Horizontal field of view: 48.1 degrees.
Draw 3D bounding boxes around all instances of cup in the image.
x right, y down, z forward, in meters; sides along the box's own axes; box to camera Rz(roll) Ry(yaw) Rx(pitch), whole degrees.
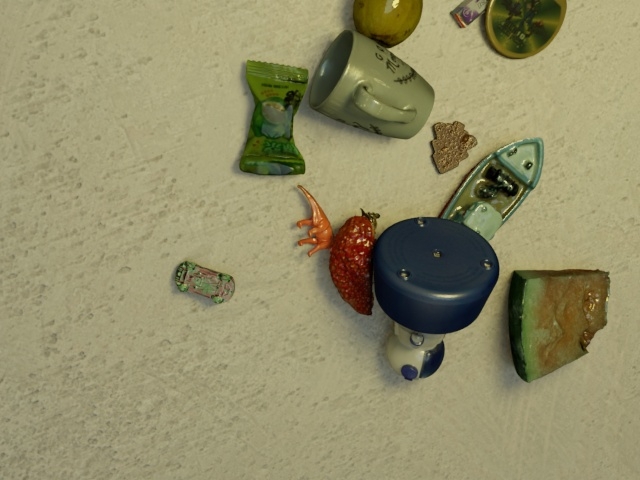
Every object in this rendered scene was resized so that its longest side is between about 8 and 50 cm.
[{"bbox_3d":[0.124,-0.306,1.533,0.234,0.258,0.186,23,114,-20],"label":"cup"}]

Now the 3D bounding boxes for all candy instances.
[{"bbox_3d":[-0.099,-0.269,1.592,0.149,0.069,0.246,3,104,-6],"label":"candy"}]

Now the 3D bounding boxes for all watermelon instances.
[{"bbox_3d":[0.556,0.200,1.771,0.302,0.151,0.264,-7,99,-27],"label":"watermelon"}]

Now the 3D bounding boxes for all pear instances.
[{"bbox_3d":[0.145,-0.500,1.555,0.148,0.149,0.162,16,101,-13],"label":"pear"}]

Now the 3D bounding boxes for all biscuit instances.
[{"bbox_3d":[0.305,-0.219,1.699,0.119,0.019,0.130,22,95,-14],"label":"biscuit"}]

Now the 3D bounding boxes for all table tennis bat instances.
[{"bbox_3d":[0.504,-0.565,1.642,0.198,0.050,0.321,34,100,-27],"label":"table tennis bat"}]

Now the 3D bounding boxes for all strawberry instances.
[{"bbox_3d":[0.074,0.048,1.640,0.106,0.175,0.236,4,81,8],"label":"strawberry"}]

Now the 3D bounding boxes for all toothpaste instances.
[{"bbox_3d":[0.386,-0.566,1.641,0.196,0.040,0.047,-41,107,-2],"label":"toothpaste"}]

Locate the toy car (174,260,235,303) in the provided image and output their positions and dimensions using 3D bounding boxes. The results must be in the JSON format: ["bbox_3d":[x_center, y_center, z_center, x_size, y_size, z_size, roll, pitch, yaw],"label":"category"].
[{"bbox_3d":[-0.262,0.094,1.635,0.142,0.055,0.069,19,96,1],"label":"toy car"}]

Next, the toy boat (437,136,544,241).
[{"bbox_3d":[0.406,-0.107,1.680,0.145,0.133,0.332,38,91,-13],"label":"toy boat"}]

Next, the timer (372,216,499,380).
[{"bbox_3d":[0.237,0.167,1.635,0.270,0.270,0.384,-4,131,-10],"label":"timer"}]

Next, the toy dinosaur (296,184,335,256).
[{"bbox_3d":[0.003,0.001,1.664,0.101,0.055,0.280,-24,112,-24],"label":"toy dinosaur"}]
